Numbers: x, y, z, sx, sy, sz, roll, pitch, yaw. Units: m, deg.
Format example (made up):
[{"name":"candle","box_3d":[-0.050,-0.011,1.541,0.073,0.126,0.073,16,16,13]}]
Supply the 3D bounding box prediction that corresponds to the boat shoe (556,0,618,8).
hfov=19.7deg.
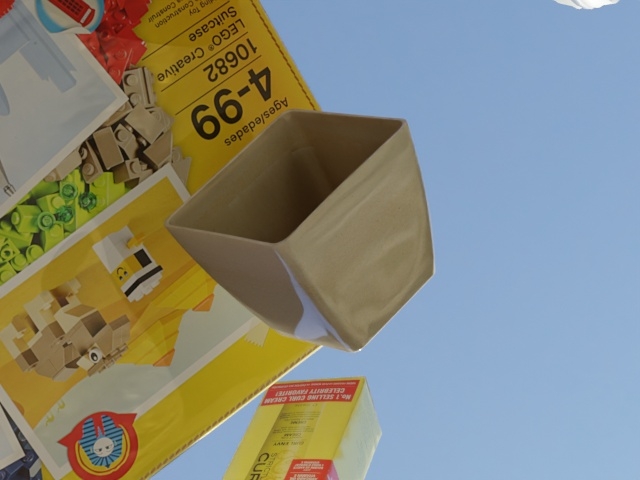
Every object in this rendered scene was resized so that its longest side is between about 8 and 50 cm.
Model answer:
[{"name":"boat shoe","box_3d":[0.147,-0.257,0.718,0.156,0.500,0.186,-1,-119,2]}]

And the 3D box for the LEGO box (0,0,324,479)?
[{"name":"LEGO box","box_3d":[-0.255,0.006,1.108,0.500,0.193,0.372,-37,-72,-18]}]

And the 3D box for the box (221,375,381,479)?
[{"name":"box","box_3d":[-0.025,0.187,1.344,0.232,0.087,0.058,-61,-38,-56]}]

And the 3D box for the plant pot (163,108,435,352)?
[{"name":"plant pot","box_3d":[0.000,0.000,1.024,0.109,0.109,0.096,-44,-59,-26]}]
